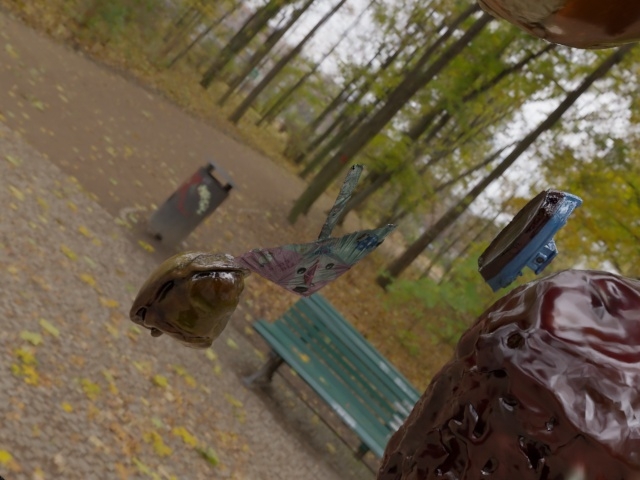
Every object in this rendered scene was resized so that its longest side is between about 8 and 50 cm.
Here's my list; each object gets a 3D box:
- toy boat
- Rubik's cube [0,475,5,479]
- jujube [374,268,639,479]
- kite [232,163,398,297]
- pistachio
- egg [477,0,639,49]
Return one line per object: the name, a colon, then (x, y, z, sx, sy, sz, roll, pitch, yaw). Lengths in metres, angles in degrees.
toy boat: (0.367, 0.005, 1.405, 0.097, 0.223, 0.100, 30, 30, -14)
Rubik's cube: (-0.310, 0.194, 0.466, 0.180, 0.167, 0.183, 48, 27, -15)
jujube: (0.176, 0.205, 0.653, 0.258, 0.377, 0.258, 10, 42, -9)
kite: (0.000, -0.001, 0.610, 0.153, 0.137, 0.005, 103, -32, -48)
pistachio: (-0.167, 0.075, 1.076, 0.131, 0.165, 0.210, 59, -33, 12)
egg: (0.166, -0.221, 0.505, 0.233, 0.195, 0.195, 20, 7, -4)
